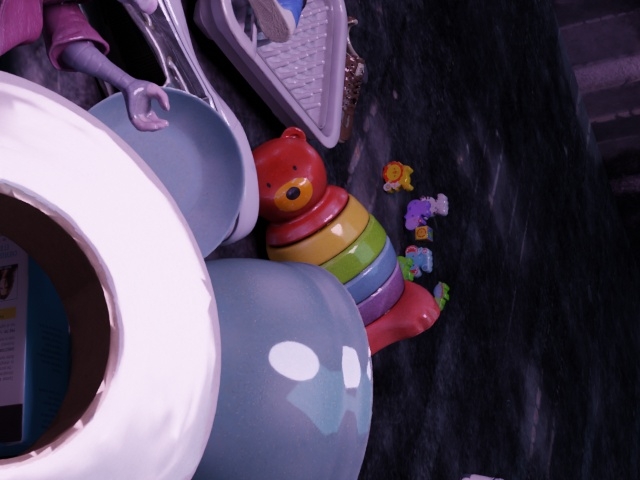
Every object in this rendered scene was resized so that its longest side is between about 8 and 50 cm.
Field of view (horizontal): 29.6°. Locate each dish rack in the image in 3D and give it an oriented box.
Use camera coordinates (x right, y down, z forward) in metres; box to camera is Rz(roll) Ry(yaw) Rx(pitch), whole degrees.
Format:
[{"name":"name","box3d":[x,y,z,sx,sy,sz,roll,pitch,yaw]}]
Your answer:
[{"name":"dish rack","box3d":[-0.065,-0.300,1.596,0.333,0.072,0.285,46,40,-50]}]

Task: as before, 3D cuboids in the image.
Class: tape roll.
[{"name":"tape roll","box3d":[-0.251,0.063,0.857,0.392,0.072,0.392,15,64,-33]}]

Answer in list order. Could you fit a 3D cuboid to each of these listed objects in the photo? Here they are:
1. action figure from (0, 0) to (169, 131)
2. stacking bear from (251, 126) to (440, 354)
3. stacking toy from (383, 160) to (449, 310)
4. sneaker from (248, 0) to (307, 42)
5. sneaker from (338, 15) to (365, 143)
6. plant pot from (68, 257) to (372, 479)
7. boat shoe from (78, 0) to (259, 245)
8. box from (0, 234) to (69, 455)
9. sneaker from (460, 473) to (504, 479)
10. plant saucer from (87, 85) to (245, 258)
[{"name":"action figure","box3d":[-0.255,-0.240,1.033,0.370,0.276,0.248,-22,126,-74]},{"name":"stacking bear","box3d":[0.000,0.000,1.528,0.289,0.175,0.164,59,4,-20]},{"name":"stacking toy","box3d":[0.157,-0.002,1.994,0.167,0.052,0.221,30,56,-57]},{"name":"sneaker","box3d":[-0.057,-0.323,1.461,0.084,0.058,0.152,-68,146,-41]},{"name":"sneaker","box3d":[0.032,-0.240,1.780,0.066,0.071,0.188,-8,88,-66]},{"name":"plant pot","box3d":[-0.120,0.145,1.104,0.196,0.293,0.293,14,65,-35]},{"name":"boat shoe","box3d":[-0.177,-0.141,1.268,0.119,0.121,0.335,-31,99,-55]},{"name":"box","box3d":[-0.262,0.052,0.996,0.060,0.101,0.244,29,55,-60]},{"name":"sneaker","box3d":[0.225,0.492,1.903,0.094,0.091,0.258,45,63,-59]},{"name":"plant saucer","box3d":[-0.172,-0.059,1.202,0.037,0.195,0.195,39,-27,63]}]
